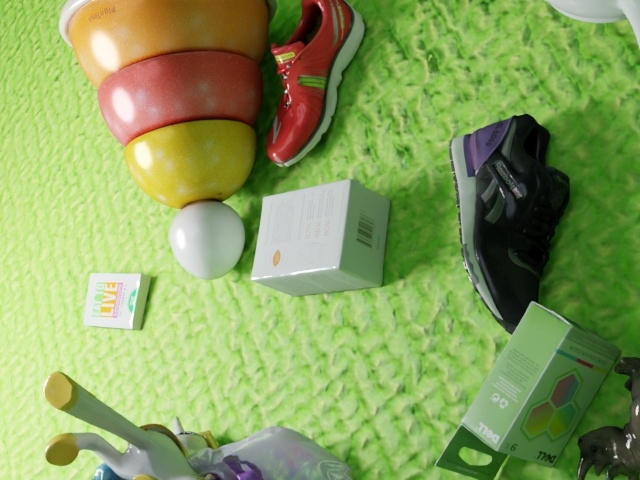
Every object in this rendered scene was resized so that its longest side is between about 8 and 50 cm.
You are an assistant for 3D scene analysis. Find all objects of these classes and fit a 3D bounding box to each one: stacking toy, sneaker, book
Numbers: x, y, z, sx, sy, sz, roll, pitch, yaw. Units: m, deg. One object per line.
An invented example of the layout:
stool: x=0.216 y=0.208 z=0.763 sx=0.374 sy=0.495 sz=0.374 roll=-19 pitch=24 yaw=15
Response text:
stacking toy: x=-0.216 y=-0.170 z=1.595 sx=0.351 sy=0.350 sz=0.480 roll=-17 pitch=78 yaw=39
sneaker: x=-0.036 y=-0.252 z=1.532 sx=0.107 sy=0.118 sz=0.279 roll=13 pitch=81 yaw=48
book: x=-0.356 y=0.107 z=1.752 sx=0.144 sy=0.035 sz=0.096 roll=-2 pitch=74 yaw=43
sneaker: x=0.234 y=-0.030 z=1.176 sx=0.124 sy=0.107 sz=0.283 roll=-24 pitch=56 yaw=28

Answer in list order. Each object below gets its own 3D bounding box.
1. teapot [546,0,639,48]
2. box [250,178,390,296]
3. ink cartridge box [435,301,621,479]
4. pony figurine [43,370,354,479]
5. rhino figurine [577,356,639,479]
teapot: x=0.334 y=-0.347 z=1.172 sx=0.252 sy=0.187 sz=0.256 roll=20 pitch=59 yaw=29
box: x=0.000 y=0.000 z=1.399 sx=0.170 sy=0.091 sz=0.130 roll=-9 pitch=66 yaw=42
ink cartridge box: x=0.225 y=0.180 z=1.079 sx=0.062 sy=0.109 sz=0.209 roll=36 pitch=98 yaw=48
pony figurine: x=-0.166 y=0.323 z=1.277 sx=0.351 sy=0.363 sz=0.303 roll=40 pitch=94 yaw=31
rhino figurine: x=0.340 y=0.165 z=1.000 sx=0.243 sy=0.073 sz=0.106 roll=-50 pitch=41 yaw=18
